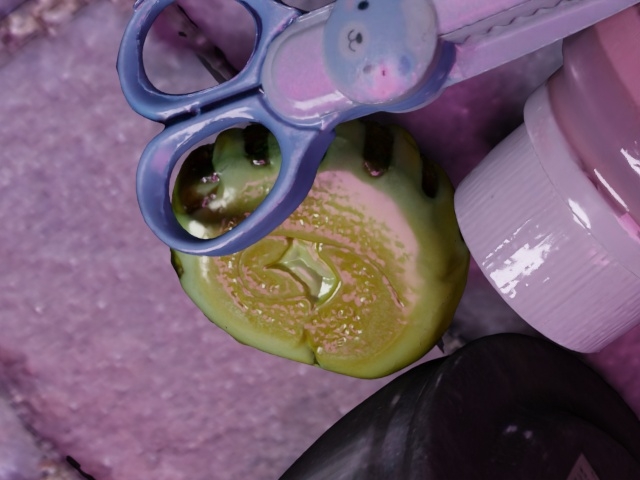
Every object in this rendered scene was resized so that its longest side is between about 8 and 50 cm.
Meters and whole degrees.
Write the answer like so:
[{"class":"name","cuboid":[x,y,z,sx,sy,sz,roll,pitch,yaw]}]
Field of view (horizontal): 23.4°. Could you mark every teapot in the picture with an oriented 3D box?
[{"class":"teapot","cuboid":[0.075,0.189,0.793,0.239,0.322,0.239,-29,78,35]}]

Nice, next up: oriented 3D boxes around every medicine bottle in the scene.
[{"class":"medicine bottle","cuboid":[0.175,-0.062,0.640,0.147,0.147,0.247,36,120,-19]}]

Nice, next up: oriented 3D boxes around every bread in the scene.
[{"class":"bread","cuboid":[0.000,0.000,0.720,0.139,0.071,0.130,0,119,8]}]

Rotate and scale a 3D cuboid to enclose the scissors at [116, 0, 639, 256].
[{"class":"scissors","cuboid":[0.026,-0.080,0.634,0.256,0.030,0.125,-18,77,26]}]
